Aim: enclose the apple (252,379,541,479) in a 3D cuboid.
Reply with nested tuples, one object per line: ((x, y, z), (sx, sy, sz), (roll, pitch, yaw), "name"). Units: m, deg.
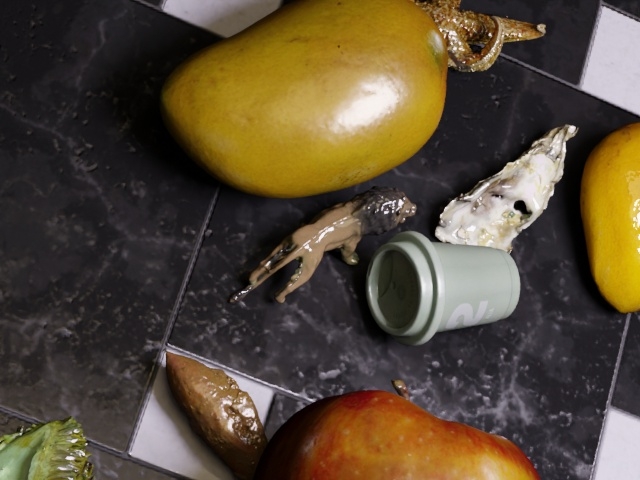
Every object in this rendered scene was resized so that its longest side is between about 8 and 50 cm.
((0.069, 0.294, 1.857), (0.288, 0.288, 0.317), (15, 75, -14), "apple")

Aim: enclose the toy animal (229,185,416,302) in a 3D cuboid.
((-0.004, 0.006, 2.060), (0.220, 0.086, 0.069), (-34, 80, -9), "toy animal")

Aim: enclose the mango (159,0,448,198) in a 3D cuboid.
((-0.011, -0.153, 2.062), (0.317, 0.173, 0.211), (-18, 76, -18), "mango")

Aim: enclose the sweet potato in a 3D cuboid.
((-0.087, 0.189, 1.963), (0.068, 0.060, 0.206), (-35, 95, 11), "sweet potato")

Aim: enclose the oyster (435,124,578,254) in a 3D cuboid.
((0.209, -0.044, 2.172), (0.200, 0.061, 0.106), (-24, 97, -23), "oyster")

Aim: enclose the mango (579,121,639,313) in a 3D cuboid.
((0.354, -0.025, 2.179), (0.145, 0.112, 0.219), (12, 78, -15), "mango")

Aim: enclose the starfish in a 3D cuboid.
((0.158, -0.261, 2.215), (0.190, 0.074, 0.146), (5, 70, -18), "starfish")

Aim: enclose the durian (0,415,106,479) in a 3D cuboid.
((-0.289, 0.341, 1.828), (0.198, 0.163, 0.394), (1, 58, 22), "durian")

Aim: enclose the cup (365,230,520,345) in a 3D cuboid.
((0.131, 0.049, 2.072), (0.141, 0.120, 0.120), (-2, 70, -35), "cup")
